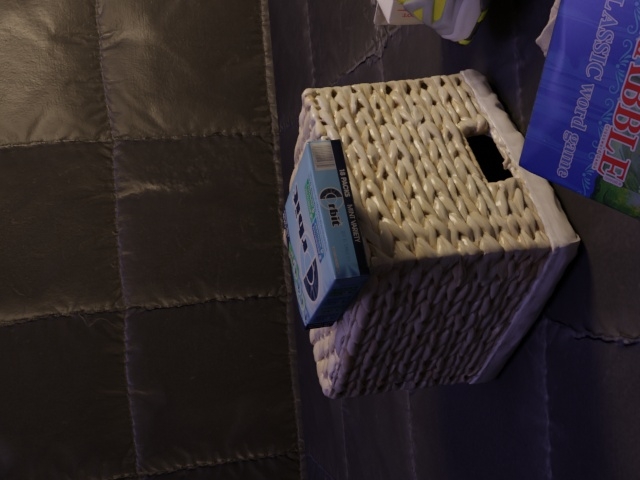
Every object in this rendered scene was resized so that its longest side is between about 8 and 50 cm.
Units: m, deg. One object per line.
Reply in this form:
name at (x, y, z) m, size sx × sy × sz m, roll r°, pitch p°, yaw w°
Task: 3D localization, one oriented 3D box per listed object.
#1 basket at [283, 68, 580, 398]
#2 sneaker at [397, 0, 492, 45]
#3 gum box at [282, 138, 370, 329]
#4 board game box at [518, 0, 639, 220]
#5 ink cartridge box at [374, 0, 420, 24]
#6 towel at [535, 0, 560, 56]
basket at (0.115, -0.003, 1.011) m, size 0.331 × 0.266 × 0.328 m, roll 101°, pitch 158°, yaw -50°
sneaker at (0.169, -0.390, 0.835) m, size 0.384 × 0.147 × 0.145 m, roll 110°, pitch -174°, yaw -53°
gum box at (0.000, 0.000, 0.839) m, size 0.184 × 0.041 × 0.157 m, roll 116°, pitch 145°, yaw -65°
board game box at (0.289, -0.126, 0.395) m, size 0.318 × 0.066 × 0.318 m, roll 31°, pitch 131°, yaw 34°
ink cartridge box at (0.151, -0.374, 1.049) m, size 0.198 × 0.115 × 0.067 m, roll 101°, pitch 158°, yaw -49°
towel at (0.289, -0.115, 0.536) m, size 0.282 × 0.049 × 0.187 m, roll 53°, pitch 159°, yaw 13°
